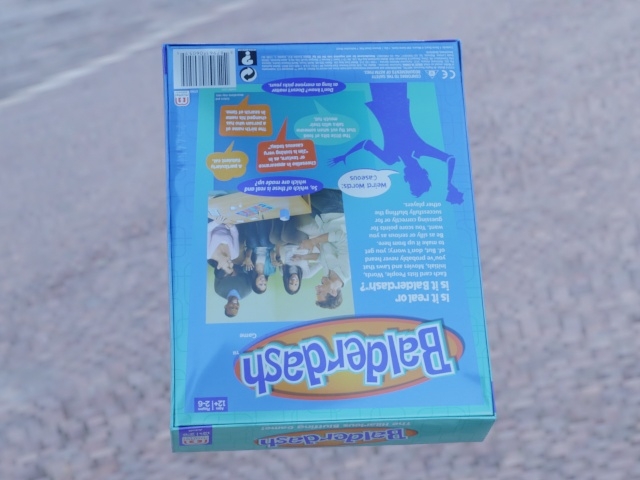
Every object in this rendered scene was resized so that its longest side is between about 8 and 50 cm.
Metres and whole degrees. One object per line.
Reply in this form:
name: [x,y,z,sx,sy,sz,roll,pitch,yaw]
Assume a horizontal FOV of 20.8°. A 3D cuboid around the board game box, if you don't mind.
board game box: [0.000,0.000,0.890,0.160,0.210,0.047,-1,-23,-5]
